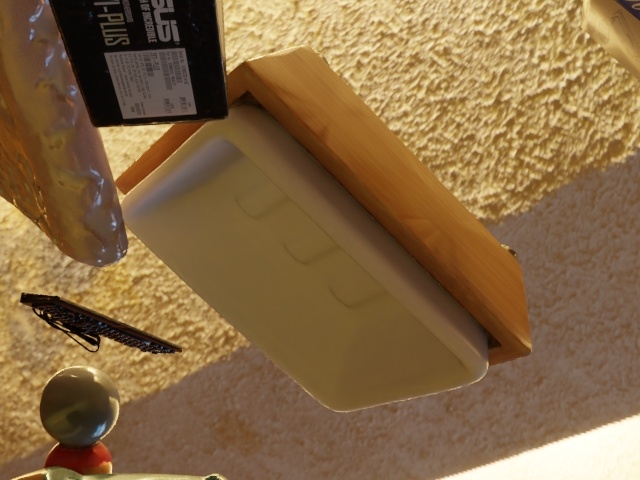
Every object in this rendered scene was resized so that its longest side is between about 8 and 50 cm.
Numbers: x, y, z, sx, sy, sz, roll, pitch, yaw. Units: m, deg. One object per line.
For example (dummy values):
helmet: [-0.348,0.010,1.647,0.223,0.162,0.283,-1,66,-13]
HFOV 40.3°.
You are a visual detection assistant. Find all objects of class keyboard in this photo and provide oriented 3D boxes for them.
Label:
keyboard: [-0.258,0.108,1.006,0.100,0.038,0.192,0,-23,42]

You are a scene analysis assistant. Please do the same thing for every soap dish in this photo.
soap dish: [0.000,0.000,0.691,0.291,0.118,0.229,44,-36,-13]

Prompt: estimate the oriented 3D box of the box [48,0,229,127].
box: [-0.092,-0.168,0.436,0.078,0.147,0.180,-4,-29,-4]

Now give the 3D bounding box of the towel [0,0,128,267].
towel: [-0.274,-0.168,0.655,0.317,0.053,0.331,25,-44,41]

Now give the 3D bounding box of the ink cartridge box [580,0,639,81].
ink cartridge box: [0.268,-0.130,0.592,0.097,0.207,0.046,-11,-52,-6]

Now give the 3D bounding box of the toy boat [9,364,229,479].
toy boat: [-0.167,0.192,0.621,0.268,0.318,0.148,1,-85,-19]
